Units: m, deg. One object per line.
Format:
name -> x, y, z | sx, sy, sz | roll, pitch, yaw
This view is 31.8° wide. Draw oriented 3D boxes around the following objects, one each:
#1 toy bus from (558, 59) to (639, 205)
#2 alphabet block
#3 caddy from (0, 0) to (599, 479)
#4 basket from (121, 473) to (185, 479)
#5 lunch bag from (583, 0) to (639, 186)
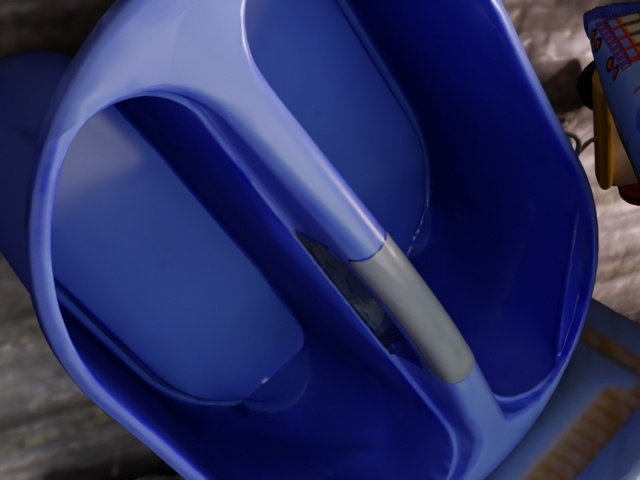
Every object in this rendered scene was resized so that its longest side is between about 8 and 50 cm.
toy bus -> 0.230, -0.097, 0.692 | 0.202, 0.104, 0.191 | 28, 119, -23
alphabet block -> 0.142, 0.156, 0.698 | 0.192, 0.193, 0.197 | -44, 130, -8
caddy -> 0.000, 0.000, 0.528 | 0.241, 0.179, 0.341 | -45, 131, -8
basket -> -0.094, 0.247, 0.566 | 0.289, 0.201, 0.255 | -15, 122, -41
lunch bag -> 0.247, 0.036, 0.588 | 0.138, 0.221, 0.293 | -15, 127, 5
